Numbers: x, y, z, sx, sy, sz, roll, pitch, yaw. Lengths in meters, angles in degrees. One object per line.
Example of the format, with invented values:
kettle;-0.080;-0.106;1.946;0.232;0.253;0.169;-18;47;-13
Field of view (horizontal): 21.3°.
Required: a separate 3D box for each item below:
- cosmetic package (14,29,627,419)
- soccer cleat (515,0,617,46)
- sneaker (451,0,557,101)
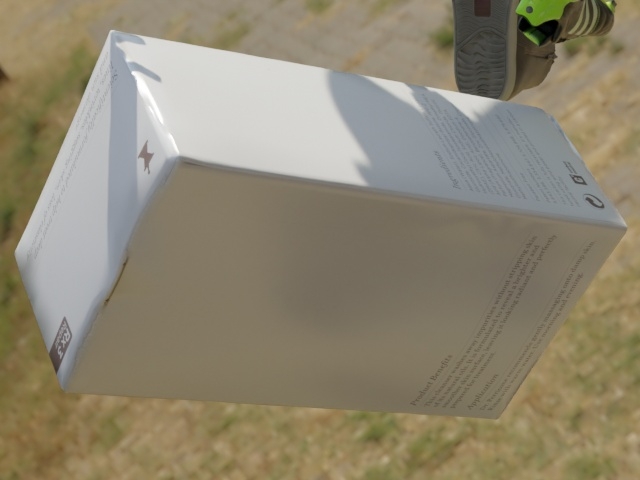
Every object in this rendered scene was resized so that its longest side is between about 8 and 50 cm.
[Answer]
cosmetic package;0.000;0.000;1.235;0.217;0.385;0.156;-59;38;30
soccer cleat;0.199;-0.191;1.408;0.072;0.060;0.179;-52;-19;8
sneaker;0.186;-0.249;1.675;0.083;0.222;0.118;16;21;28
